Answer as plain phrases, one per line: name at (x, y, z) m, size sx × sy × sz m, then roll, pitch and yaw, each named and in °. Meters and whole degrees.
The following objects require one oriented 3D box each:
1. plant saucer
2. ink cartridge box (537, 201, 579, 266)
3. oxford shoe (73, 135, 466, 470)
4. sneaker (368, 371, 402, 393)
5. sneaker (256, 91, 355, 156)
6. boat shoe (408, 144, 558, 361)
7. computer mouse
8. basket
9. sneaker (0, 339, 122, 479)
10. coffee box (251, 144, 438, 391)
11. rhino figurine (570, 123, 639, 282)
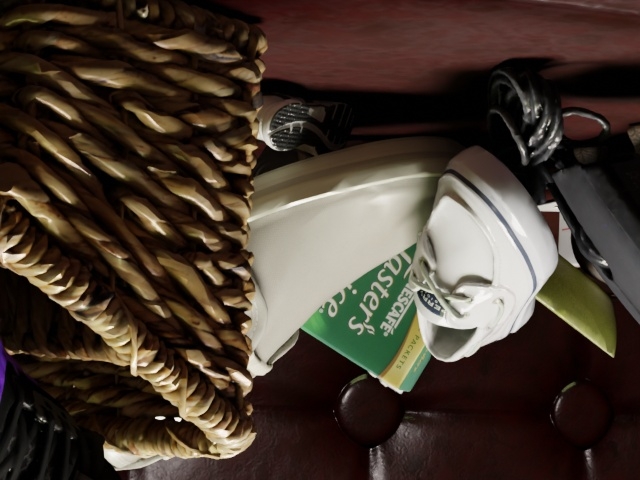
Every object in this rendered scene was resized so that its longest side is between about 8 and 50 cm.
plant saucer at (0.138, 0.002, 1.127) m, size 0.241 × 0.037 × 0.241 m, roll 37°, pitch -176°, yaw -3°
ink cartridge box at (0.305, -0.003, 1.453) m, size 0.180 × 0.060 × 0.104 m, roll 3°, pitch 175°, yaw -15°
oxford shoe at (-0.093, 0.068, 0.966) m, size 0.449 × 0.130 × 0.169 m, roll -27°, pitch 159°, yaw 5°
sneaker at (0.000, 0.000, 1.212) m, size 0.321 × 0.127 × 0.126 m, roll 34°, pitch 177°, yaw 44°
sneaker at (-0.016, -0.076, 0.919) m, size 0.044 × 0.040 × 0.109 m, roll 24°, pitch -173°, yaw 29°
boat shoe at (0.095, 0.025, 0.916) m, size 0.083 × 0.076 × 0.226 m, roll 44°, pitch 168°, yaw 25°
computer mouse at (0.196, 0.019, 0.851) m, size 0.272 × 0.072 × 0.188 m, roll 34°, pitch 169°, yaw 13°
basket at (-0.195, -0.001, 0.734) m, size 0.299 × 0.223 × 0.213 m, roll -2°, pitch 174°, yaw 41°
sneaker at (-0.149, 0.091, 0.657) m, size 0.146 × 0.102 × 0.293 m, roll 30°, pitch 159°, yaw -7°
coffee box at (0.015, 0.016, 1.066) m, size 0.184 × 0.113 × 0.040 m, roll 33°, pitch -178°, yaw 16°
rhino figurine at (0.235, -0.023, 0.998) m, size 0.073 × 0.106 × 0.243 m, roll 2°, pitch 175°, yaw -12°
